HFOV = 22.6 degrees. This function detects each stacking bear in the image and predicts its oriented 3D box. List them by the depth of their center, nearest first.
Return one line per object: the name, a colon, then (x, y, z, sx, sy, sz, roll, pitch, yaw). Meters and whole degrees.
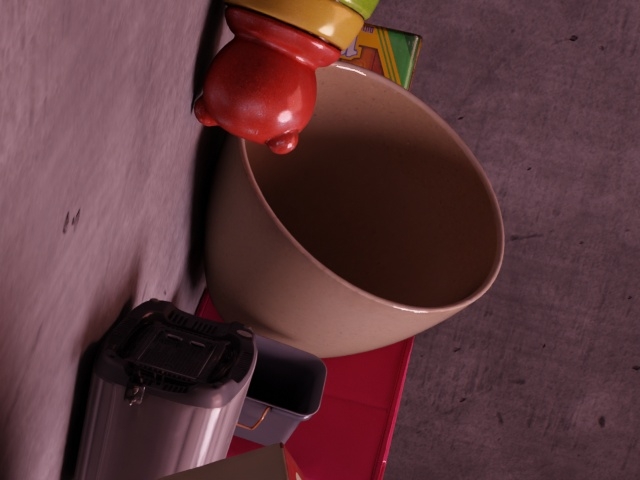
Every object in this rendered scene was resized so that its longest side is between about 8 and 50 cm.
stacking bear: (-0.024, -0.230, 1.531, 0.164, 0.175, 0.289, 3, 108, -88)

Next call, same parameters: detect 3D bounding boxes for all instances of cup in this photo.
cup: (0.000, 0.000, 1.764, 0.237, 0.331, 0.331, -48, -164, 40)

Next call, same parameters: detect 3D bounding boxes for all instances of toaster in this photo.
toaster: (-0.136, 0.154, 1.382, 0.227, 0.129, 0.146, -67, 171, -73)

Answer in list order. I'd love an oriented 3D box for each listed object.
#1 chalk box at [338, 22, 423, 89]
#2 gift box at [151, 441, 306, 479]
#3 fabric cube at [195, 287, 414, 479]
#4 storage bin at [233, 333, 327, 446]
chalk box: (0.013, -0.139, 2.044, 0.179, 0.180, 0.289, -45, 147, -82)
gift box: (-0.100, 0.303, 1.114, 0.255, 0.258, 0.276, 66, 8, -46)
fabric cube: (-0.051, 0.247, 1.885, 0.259, 0.258, 0.254, -72, 172, -47)
storage bin: (-0.074, 0.165, 1.668, 0.091, 0.135, 0.098, 114, -8, -45)
